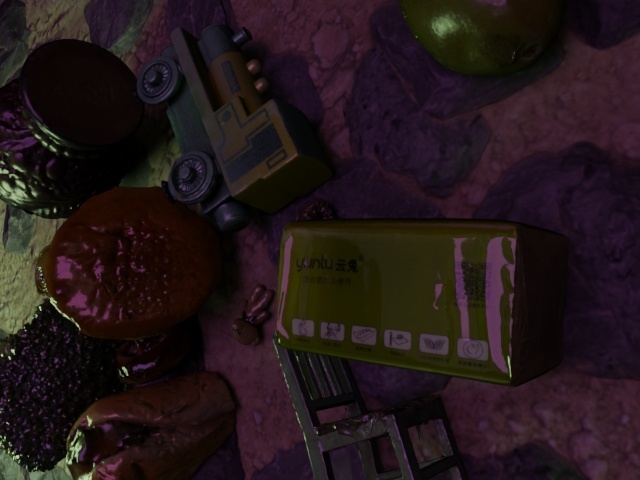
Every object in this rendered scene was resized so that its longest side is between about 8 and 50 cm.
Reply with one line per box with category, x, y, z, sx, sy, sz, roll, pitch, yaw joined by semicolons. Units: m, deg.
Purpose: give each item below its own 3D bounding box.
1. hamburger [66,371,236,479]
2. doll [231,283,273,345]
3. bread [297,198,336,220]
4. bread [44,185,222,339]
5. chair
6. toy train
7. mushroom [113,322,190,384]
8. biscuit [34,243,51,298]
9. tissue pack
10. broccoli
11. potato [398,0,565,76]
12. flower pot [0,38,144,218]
hamburger;-0.306;0.332;0.958;0.330;0.209;0.162;-42;63;22
doll;-0.107;0.119;0.952;0.061;0.051;0.093;22;68;36
bread;0.000;0.000;0.869;0.082;0.060;0.113;-48;62;18
bread;-0.295;0.036;0.956;0.146;0.268;0.268;130;131;-68
chair;0.065;0.219;0.749;0.147;0.136;0.270;-27;68;29
toy train;-0.153;-0.201;0.958;0.237;0.150;0.369;-32;67;19
mushroom;-0.294;0.185;1.026;0.170;0.135;0.080;24;137;46
biscuit;-0.567;0.086;1.282;0.124;0.026;0.175;-45;61;23
tissue pack;0.118;0.058;0.692;0.275;0.200;0.167;3;88;35
broccoli;-0.491;0.251;1.093;0.260;0.235;0.288;29;65;33
potato;0.182;-0.312;0.724;0.186;0.148;0.253;-46;61;20
flower pot;-0.444;-0.199;1.053;0.267;0.267;0.266;-26;69;49
